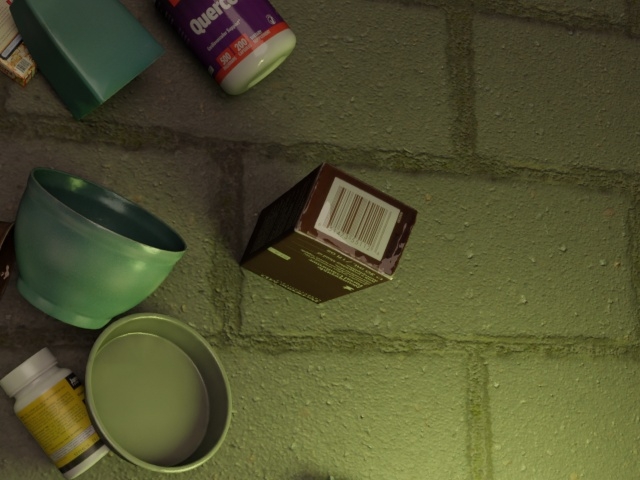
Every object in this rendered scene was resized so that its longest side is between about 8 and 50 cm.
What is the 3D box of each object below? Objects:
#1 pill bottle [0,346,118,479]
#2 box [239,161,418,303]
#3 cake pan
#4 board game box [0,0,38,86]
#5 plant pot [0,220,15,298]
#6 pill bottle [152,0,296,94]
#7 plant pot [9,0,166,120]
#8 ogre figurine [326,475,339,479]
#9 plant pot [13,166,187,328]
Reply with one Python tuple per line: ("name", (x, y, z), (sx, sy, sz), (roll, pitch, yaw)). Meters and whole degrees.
("pill bottle", (-0.452, 0.296, 1.530), (0.119, 0.119, 0.208), (-38, 94, -22))
("box", (0.000, 0.000, 1.610), (0.191, 0.381, 0.143), (27, 74, -12))
("cake pan", (-0.292, 0.272, 1.568), (0.293, 0.054, 0.293), (24, 49, -32))
("board game box", (-0.595, -0.406, 1.663), (0.193, 0.045, 0.147), (37, 70, -10))
("plant pot", (-0.623, 0.027, 1.511), (0.165, 0.167, 0.167), (15, 74, -8))
("pill bottle", (-0.208, -0.458, 1.738), (0.181, 0.181, 0.323), (-41, 94, -22))
("plant pot", (-0.440, -0.374, 1.617), (0.166, 0.165, 0.234), (-46, 109, -25))
("ogre figurine", (0.020, 0.535, 1.667), (0.197, 0.097, 0.118), (-49, 115, -6))
("plant pot", (-0.407, 0.029, 1.537), (0.293, 0.293, 0.196), (28, 97, -12))
